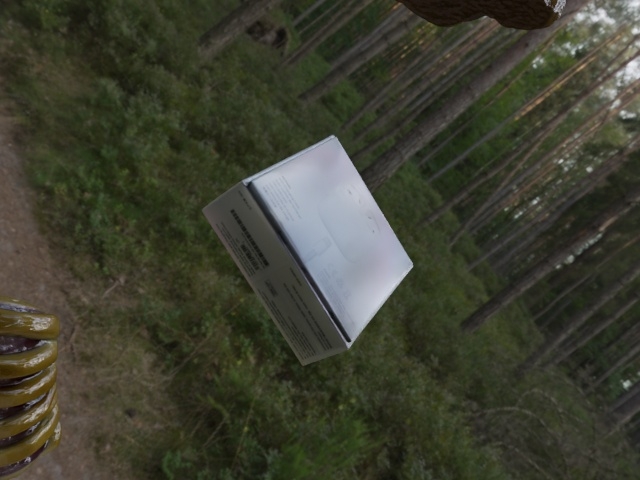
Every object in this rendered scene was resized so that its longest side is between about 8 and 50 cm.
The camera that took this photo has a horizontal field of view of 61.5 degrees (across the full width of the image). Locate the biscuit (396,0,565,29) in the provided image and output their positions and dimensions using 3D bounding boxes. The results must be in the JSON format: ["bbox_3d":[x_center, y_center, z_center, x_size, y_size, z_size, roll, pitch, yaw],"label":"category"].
[{"bbox_3d":[0.104,-0.283,0.491,0.290,0.041,0.208,25,-5,-15],"label":"biscuit"}]

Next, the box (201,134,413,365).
[{"bbox_3d":[0.000,0.000,0.406,0.130,0.051,0.129,59,36,-6],"label":"box"}]

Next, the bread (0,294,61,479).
[{"bbox_3d":[-0.353,0.163,0.575,0.081,0.134,0.225,-129,-135,-65],"label":"bread"}]
